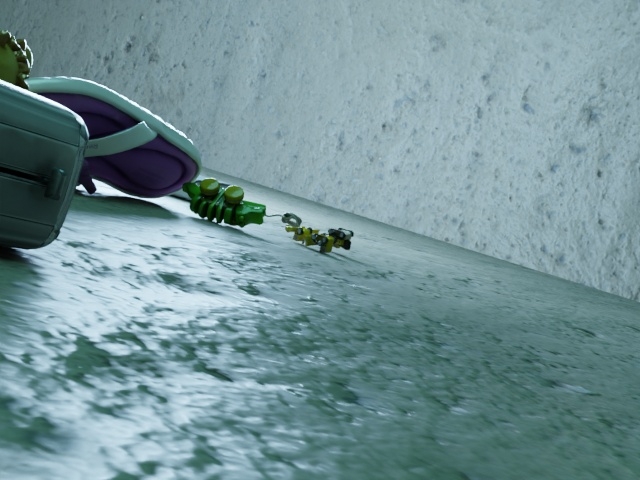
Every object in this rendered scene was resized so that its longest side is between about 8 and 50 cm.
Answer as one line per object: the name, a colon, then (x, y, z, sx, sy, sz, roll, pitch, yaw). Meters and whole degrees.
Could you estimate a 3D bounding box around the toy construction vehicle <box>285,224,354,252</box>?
toy construction vehicle: (0.000, 0.000, 1.617, 0.098, 0.035, 0.086, 16, 14, 41)

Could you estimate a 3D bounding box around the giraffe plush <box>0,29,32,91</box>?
giraffe plush: (-0.399, -0.158, 1.213, 0.210, 0.171, 0.181, 15, 4, -18)

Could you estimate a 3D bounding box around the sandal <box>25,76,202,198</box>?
sandal: (-0.298, -0.116, 1.455, 0.416, 0.169, 0.102, 11, 47, -52)

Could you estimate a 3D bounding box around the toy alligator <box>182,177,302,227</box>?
toy alligator: (-0.123, -0.041, 1.563, 0.189, 0.056, 0.051, 18, 47, 15)

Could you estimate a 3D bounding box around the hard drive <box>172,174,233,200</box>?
hard drive: (-0.331, -0.127, 1.950, 0.307, 0.040, 0.203, 16, 4, 14)

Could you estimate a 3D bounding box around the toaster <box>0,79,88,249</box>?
toaster: (-0.284, -0.070, 0.826, 0.227, 0.129, 0.146, 17, 0, 43)
